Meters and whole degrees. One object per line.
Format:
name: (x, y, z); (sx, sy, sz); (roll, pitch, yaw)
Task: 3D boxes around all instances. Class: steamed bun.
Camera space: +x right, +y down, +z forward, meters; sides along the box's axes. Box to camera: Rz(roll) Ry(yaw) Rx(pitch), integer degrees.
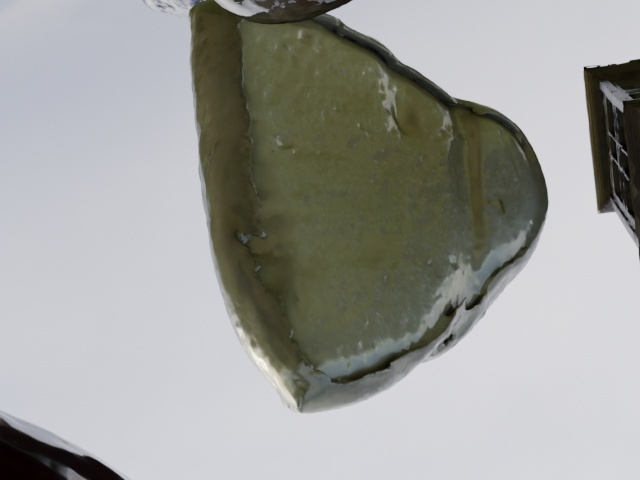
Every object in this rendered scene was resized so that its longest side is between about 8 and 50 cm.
steamed bun: (0.021, -0.009, 1.019); (0.212, 0.231, 0.110); (4, 159, -34)

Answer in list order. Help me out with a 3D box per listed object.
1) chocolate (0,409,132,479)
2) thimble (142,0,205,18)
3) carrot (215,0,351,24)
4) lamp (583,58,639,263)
chocolate: (-0.141, 0.214, 0.431); (0.384, 0.383, 0.331); (-30, -164, -6)
thimble: (-0.087, -0.248, 1.468); (0.098, 0.150, 0.150); (10, -142, 25)
carrot: (0.054, -0.212, 0.782); (0.302, 0.139, 0.139); (-38, -165, 28)
lamp: (0.184, -0.043, 0.915); (0.089, 0.090, 0.325); (-7, -174, 5)
